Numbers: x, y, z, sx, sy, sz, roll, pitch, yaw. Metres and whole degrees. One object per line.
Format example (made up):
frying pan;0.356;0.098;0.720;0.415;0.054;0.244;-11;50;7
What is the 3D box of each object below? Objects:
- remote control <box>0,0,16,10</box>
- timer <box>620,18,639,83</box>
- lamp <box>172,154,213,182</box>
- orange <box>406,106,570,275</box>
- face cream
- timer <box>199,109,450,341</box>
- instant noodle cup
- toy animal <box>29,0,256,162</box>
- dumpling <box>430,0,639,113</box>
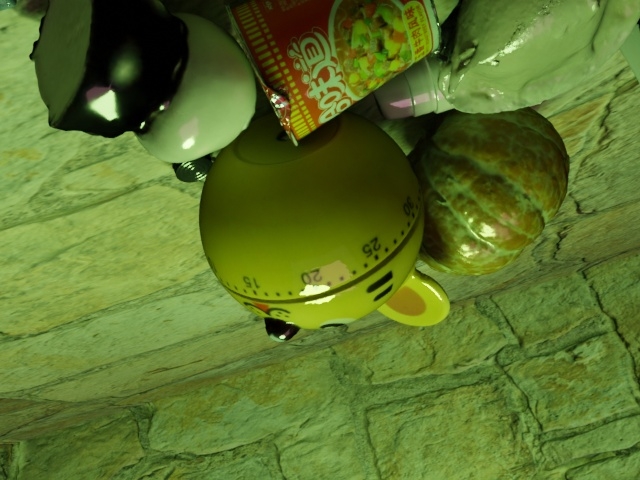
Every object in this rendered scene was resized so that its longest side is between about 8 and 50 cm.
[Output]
remote control;-0.349;-0.276;0.528;0.043;0.027;0.152;-19;159;-3
timer;0.503;-0.333;0.726;0.194;0.195;0.192;-19;157;5
lamp;-0.078;-0.091;1.024;0.371;0.109;0.130;9;143;-44
orange;0.269;-0.096;0.990;0.249;0.329;0.329;38;139;-7
face cream;0.242;-0.265;0.839;0.345;0.102;0.102;-18;157;5
timer;0.000;0.000;0.875;0.375;0.376;0.387;-17;129;4
instant noodle cup;0.022;-0.241;0.672;0.212;0.193;0.193;-26;156;5
toy animal;-0.185;-0.186;0.637;0.165;0.187;0.235;-42;148;25
dumpling;0.272;-0.290;0.717;0.204;0.163;0.293;-5;143;-48
